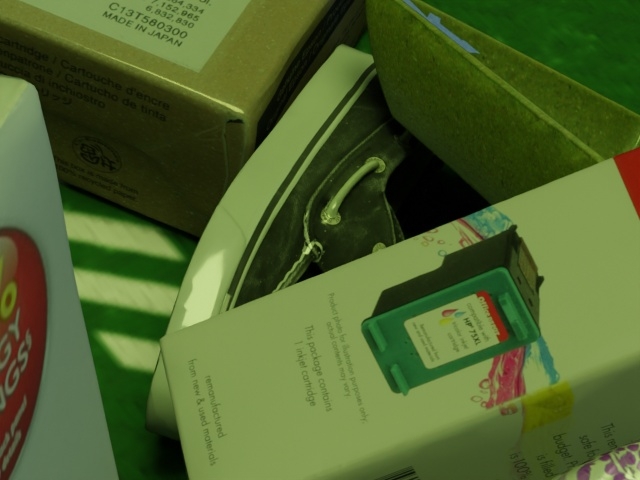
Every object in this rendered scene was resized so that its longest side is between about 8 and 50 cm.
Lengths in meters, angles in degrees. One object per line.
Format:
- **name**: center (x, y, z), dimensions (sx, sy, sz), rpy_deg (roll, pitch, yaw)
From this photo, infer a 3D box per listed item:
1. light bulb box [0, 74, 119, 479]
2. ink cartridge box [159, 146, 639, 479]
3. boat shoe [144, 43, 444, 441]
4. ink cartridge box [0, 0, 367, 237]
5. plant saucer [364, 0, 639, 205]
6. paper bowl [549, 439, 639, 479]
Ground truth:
- **light bulb box**: center (-0.280, 0.123, 0.446), dimensions (0.361, 0.225, 0.358), rpy_deg (11, 48, 15)
- **ink cartridge box**: center (0.080, 0.053, 0.626), dimensions (0.231, 0.134, 0.078), rpy_deg (-22, 51, 6)
- **boat shoe**: center (0.000, 0.000, 0.749), dimensions (0.070, 0.078, 0.219), rpy_deg (22, 48, 9)
- **ink cartridge box**: center (-0.101, -0.126, 0.830), dimensions (0.234, 0.088, 0.193), rpy_deg (22, 51, 9)
- **plant saucer**: center (0.115, -0.020, 0.744), dimensions (0.188, 0.045, 0.188), rpy_deg (21, 16, -38)
- **paper bowl**: center (0.138, 0.206, 0.540), dimensions (0.284, 0.148, 0.284), rpy_deg (3, 59, -5)
